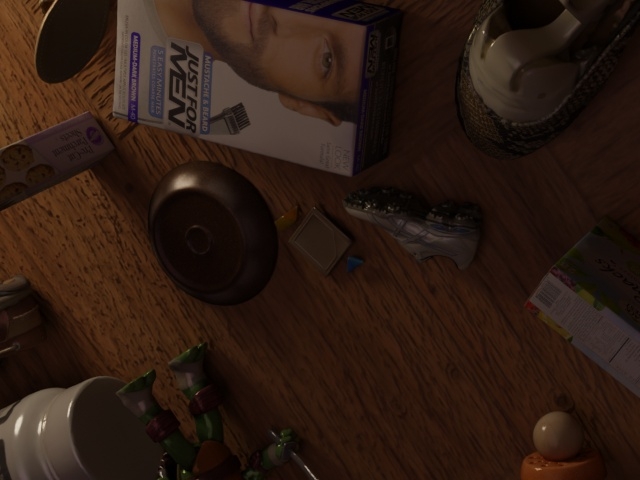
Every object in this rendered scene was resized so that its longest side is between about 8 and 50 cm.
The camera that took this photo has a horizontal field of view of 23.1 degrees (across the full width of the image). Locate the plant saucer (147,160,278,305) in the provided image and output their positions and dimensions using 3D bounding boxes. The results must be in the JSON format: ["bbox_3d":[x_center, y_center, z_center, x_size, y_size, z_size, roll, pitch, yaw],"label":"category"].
[{"bbox_3d":[-0.149,-0.004,2.025,0.198,0.036,0.199,10,112,27],"label":"plant saucer"}]

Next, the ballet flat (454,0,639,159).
[{"bbox_3d":[0.264,-0.255,1.611,0.164,0.182,0.483,44,123,8],"label":"ballet flat"}]

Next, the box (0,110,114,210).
[{"bbox_3d":[-0.388,-0.081,1.957,0.063,0.324,0.067,-33,89,37],"label":"box"}]

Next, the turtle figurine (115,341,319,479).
[{"bbox_3d":[-0.132,0.270,2.024,0.197,0.275,0.266,-30,87,0],"label":"turtle figurine"}]

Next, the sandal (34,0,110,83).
[{"bbox_3d":[-0.315,-0.323,1.994,0.079,0.088,0.240,46,122,46],"label":"sandal"}]

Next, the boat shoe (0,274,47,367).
[{"bbox_3d":[-0.518,0.163,2.245,0.324,0.123,0.116,-28,95,35],"label":"boat shoe"}]

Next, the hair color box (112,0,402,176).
[{"bbox_3d":[-0.081,-0.209,1.869,0.338,0.110,0.185,14,113,23],"label":"hair color box"}]

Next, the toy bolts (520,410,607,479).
[{"bbox_3d":[0.337,0.284,1.772,0.228,0.218,0.158,-5,99,12],"label":"toy bolts"}]

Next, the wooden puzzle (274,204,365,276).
[{"bbox_3d":[0.000,0.000,1.956,0.116,0.014,0.078,48,128,6],"label":"wooden puzzle"}]

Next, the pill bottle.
[{"bbox_3d":[-0.402,0.327,2.187,0.361,0.204,0.204,-27,93,34],"label":"pill bottle"}]

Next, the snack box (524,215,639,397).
[{"bbox_3d":[0.346,0.084,1.693,0.207,0.174,0.070,38,123,13],"label":"snack box"}]

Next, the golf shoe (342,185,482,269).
[{"bbox_3d":[0.105,-0.011,1.863,0.176,0.069,0.086,15,120,25],"label":"golf shoe"}]
